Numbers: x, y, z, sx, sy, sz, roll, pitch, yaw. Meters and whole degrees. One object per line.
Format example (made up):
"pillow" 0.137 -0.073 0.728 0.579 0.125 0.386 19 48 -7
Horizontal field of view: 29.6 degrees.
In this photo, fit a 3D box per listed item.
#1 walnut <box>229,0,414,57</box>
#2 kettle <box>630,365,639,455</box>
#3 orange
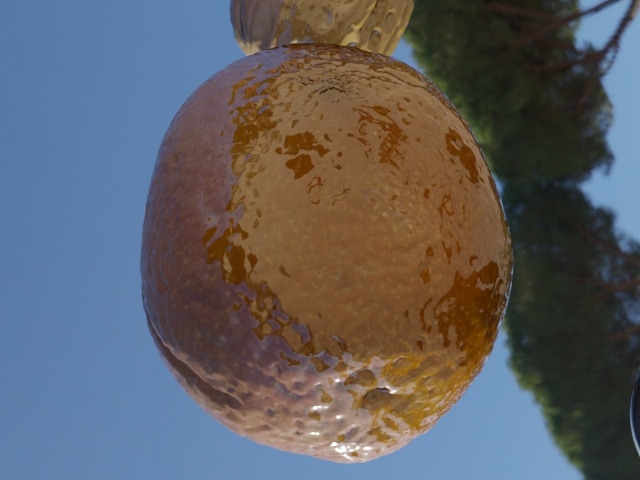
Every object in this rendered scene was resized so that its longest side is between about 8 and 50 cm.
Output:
"walnut" 0.005 -0.265 1.333 0.213 0.213 0.213 35 -138 -39
"kettle" 0.324 0.126 0.992 0.255 0.165 0.240 27 -142 -65
"orange" 0.000 0.000 1.027 0.322 0.322 0.357 38 -152 -37
